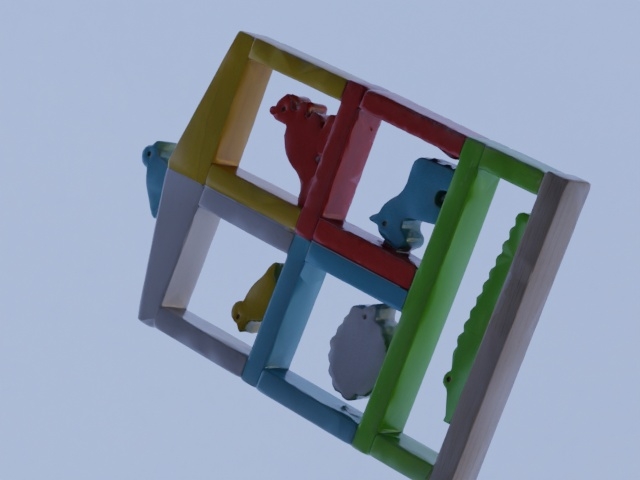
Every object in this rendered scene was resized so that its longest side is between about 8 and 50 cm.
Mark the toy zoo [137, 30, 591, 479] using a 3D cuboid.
[{"bbox_3d":[0.000,0.000,1.161,0.293,0.030,0.192,28,-76,34],"label":"toy zoo"}]
